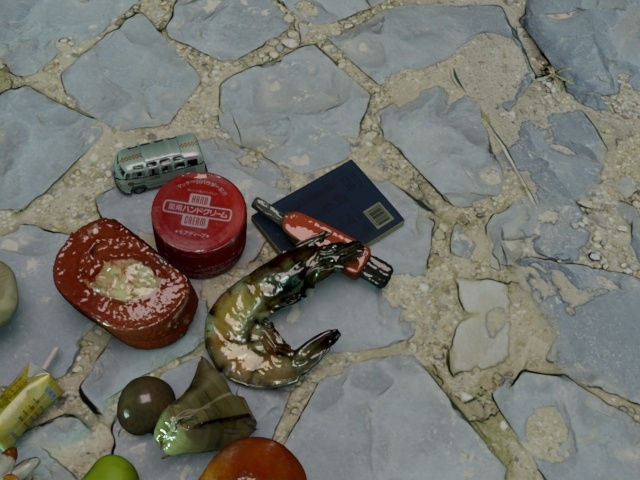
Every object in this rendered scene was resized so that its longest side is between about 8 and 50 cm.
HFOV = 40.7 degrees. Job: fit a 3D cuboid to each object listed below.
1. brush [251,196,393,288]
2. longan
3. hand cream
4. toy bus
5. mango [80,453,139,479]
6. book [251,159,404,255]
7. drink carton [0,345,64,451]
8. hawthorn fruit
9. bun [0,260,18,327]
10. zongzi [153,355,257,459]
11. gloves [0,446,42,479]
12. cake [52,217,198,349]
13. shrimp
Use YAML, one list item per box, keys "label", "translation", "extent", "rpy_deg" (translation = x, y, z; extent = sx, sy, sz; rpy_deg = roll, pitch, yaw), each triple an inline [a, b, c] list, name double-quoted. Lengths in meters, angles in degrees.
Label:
- label: "brush"
  translation: [0.000, 0.000, 1.749]
  extent: [0.323, 0.051, 0.070]
  rpy_deg: [31, 69, 7]
- label: "longan"
  translation: [-0.312, 0.299, 1.549]
  extent: [0.113, 0.092, 0.113]
  rpy_deg: [-5, 99, -33]
- label: "hand cream"
  translation: [-0.240, -0.029, 1.721]
  extent: [0.193, 0.125, 0.193]
  rpy_deg: [3, 60, -6]
- label: "toy bus"
  translation: [-0.338, -0.164, 1.806]
  extent: [0.193, 0.089, 0.087]
  rpy_deg: [-14, 63, -13]
- label: "mango"
  translation: [-0.366, 0.446, 1.458]
  extent: [0.117, 0.089, 0.163]
  rpy_deg: [31, 61, 11]
- label: "book"
  translation: [0.017, -0.043, 1.815]
  extent: [0.269, 0.025, 0.191]
  rpy_deg: [-31, 68, -21]
- label: "drink carton"
  translation: [-0.520, 0.277, 1.543]
  extent: [0.074, 0.084, 0.200]
  rpy_deg: [21, 59, 33]
- label: "hawthorn fruit"
  translation: [-0.109, 0.420, 1.470]
  extent: [0.196, 0.197, 0.225]
  rpy_deg: [19, 32, 5]
- label: "bun"
  translation: [-0.668, 0.109, 1.582]
  extent: [0.237, 0.116, 0.210]
  rpy_deg: [17, 30, 9]
- label: "zongzi"
  translation: [-0.228, 0.287, 1.535]
  extent: [0.194, 0.099, 0.197]
  rpy_deg: [6, 41, -51]
- label: "gloves"
  translation: [-0.531, 0.453, 1.411]
  extent: [0.131, 0.140, 0.219]
  rpy_deg: [-7, 69, -1]
- label: "cake"
  translation: [-0.370, 0.089, 1.631]
  extent: [0.283, 0.151, 0.177]
  rpy_deg: [36, 75, 14]
- label: "shrimp"
  translation: [-0.049, 0.138, 1.650]
  extent: [0.365, 0.071, 0.233]
  rpy_deg: [-31, 74, -6]
